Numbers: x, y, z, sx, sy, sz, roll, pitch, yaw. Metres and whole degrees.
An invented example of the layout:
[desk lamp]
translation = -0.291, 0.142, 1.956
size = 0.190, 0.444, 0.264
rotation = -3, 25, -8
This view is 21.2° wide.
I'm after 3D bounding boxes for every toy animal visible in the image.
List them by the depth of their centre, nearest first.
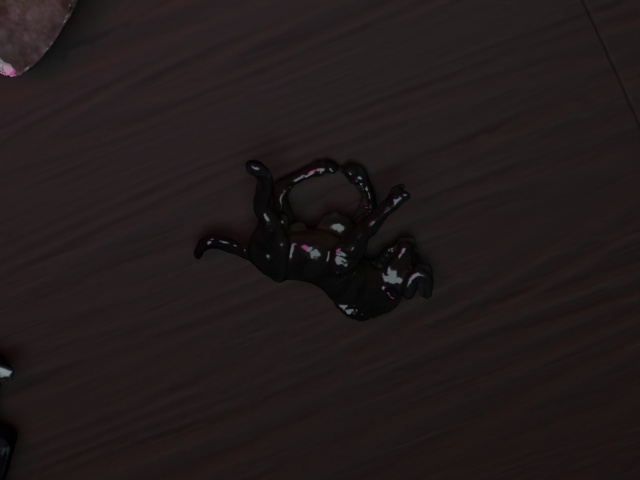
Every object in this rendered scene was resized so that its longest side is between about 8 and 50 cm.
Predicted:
[toy animal]
translation = 0.000, 0.000, 1.641
size = 0.232, 0.084, 0.148
rotation = 9, 104, -7

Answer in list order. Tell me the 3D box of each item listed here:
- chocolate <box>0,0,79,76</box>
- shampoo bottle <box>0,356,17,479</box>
[chocolate]
translation = -0.348, -0.295, 1.556
size = 0.303, 0.100, 0.185
rotation = 32, 111, -6
[shampoo bottle]
translation = -0.369, 0.255, 1.698
size = 0.098, 0.071, 0.309
rotation = 16, 100, -2
